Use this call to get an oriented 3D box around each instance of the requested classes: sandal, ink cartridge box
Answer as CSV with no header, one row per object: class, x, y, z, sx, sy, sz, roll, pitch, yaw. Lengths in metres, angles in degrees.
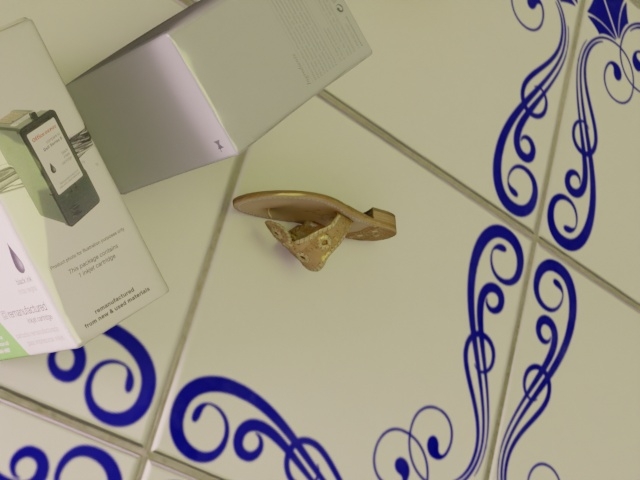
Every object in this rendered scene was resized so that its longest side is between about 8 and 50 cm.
sandal,0.004,-0.002,1.368,0.240,0.088,0.079,9,70,-43
ink cartridge box,-0.285,-0.038,1.063,0.115,0.198,0.272,-33,102,-37

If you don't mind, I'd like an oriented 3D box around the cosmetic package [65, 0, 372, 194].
cosmetic package,-0.112,-0.176,1.216,0.225,0.224,0.138,-43,109,-37
